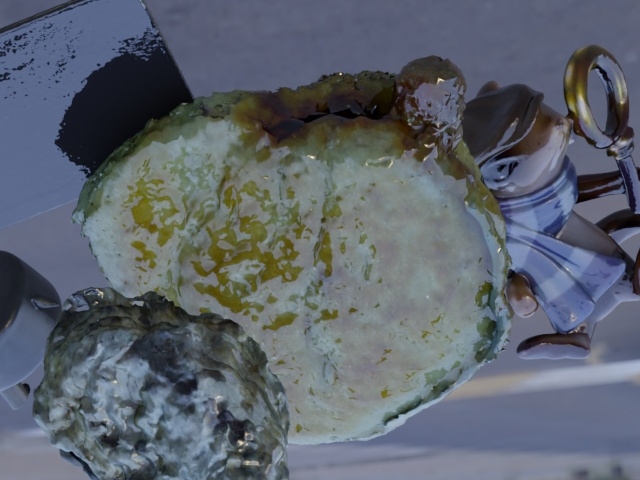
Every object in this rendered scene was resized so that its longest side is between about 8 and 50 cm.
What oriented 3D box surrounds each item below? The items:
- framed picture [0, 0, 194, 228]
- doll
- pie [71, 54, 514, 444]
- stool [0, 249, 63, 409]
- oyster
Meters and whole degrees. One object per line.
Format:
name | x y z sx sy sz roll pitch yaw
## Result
framed picture | -0.290 -0.115 1.780 0.324 0.013 0.244 -20 139 4
doll | 0.295 -0.046 2.242 0.318 0.340 0.209 -43 -164 -25
pie | -0.019 0.017 1.837 0.418 0.395 0.180 -16 -160 5
stool | -0.383 0.103 2.114 0.228 0.153 0.139 11 155 45
oyster | -0.127 0.149 1.581 0.268 0.198 0.112 19 164 16
